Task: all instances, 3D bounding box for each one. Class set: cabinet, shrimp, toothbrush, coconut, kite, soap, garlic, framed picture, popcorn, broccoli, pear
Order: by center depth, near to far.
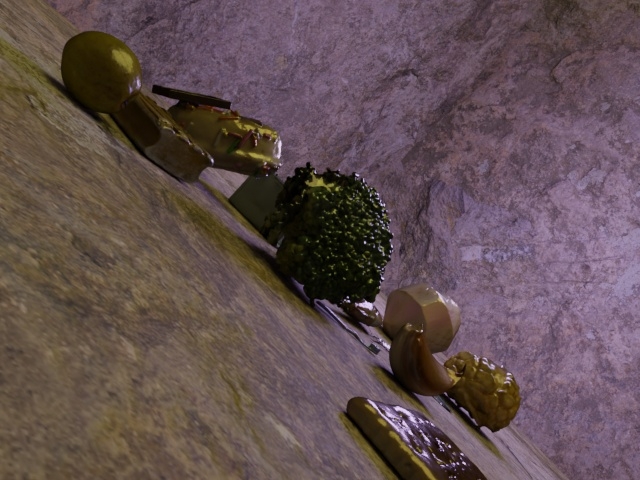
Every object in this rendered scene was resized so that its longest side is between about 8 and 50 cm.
[{"bbox_3d":[-0.430,-0.329,1.232,0.162,0.149,0.149,49,4,8],"label":"pear"},{"bbox_3d":[0.222,0.289,1.407,0.115,0.128,0.206,-17,-51,41],"label":"garlic"},{"bbox_3d":[-0.376,-0.253,1.416,0.274,0.089,0.173,45,6,39],"label":"soap"},{"bbox_3d":[0.019,-0.008,1.423,0.324,0.271,0.335,29,45,-72],"label":"broccoli"},{"bbox_3d":[0.063,0.199,1.426,0.193,0.019,0.013,40,4,-10],"label":"toothbrush"},{"bbox_3d":[-0.332,-0.369,1.603,0.168,0.023,0.128,3,15,-35],"label":"framed picture"},{"bbox_3d":[0.084,0.166,1.661,0.145,0.059,0.254,34,1,40],"label":"shrimp"},{"bbox_3d":[0.240,0.346,1.668,0.310,0.015,0.169,42,4,-16],"label":"kite"},{"bbox_3d":[-0.122,-0.086,1.773,0.206,0.150,0.145,45,3,23],"label":"cabinet"},{"bbox_3d":[0.463,0.432,1.817,0.250,0.190,0.250,32,12,-7],"label":"popcorn"},{"bbox_3d":[0.320,0.261,2.051,0.259,0.259,0.259,42,3,-3],"label":"coconut"}]

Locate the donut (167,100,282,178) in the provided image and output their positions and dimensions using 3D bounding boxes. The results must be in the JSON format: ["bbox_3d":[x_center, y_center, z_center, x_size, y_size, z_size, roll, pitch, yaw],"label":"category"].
[{"bbox_3d":[-0.277,-0.278,1.661,0.307,0.150,0.371,8,13,-23],"label":"donut"}]

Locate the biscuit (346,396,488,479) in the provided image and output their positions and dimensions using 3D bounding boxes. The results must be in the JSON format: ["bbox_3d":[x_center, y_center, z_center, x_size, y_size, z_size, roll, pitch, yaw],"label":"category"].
[{"bbox_3d":[0.164,0.315,0.899,0.217,0.044,0.325,46,4,31],"label":"biscuit"}]

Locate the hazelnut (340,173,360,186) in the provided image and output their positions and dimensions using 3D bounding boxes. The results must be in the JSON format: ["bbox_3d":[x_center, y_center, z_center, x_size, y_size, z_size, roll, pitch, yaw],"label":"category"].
[{"bbox_3d":[0.082,-0.057,2.346,0.366,0.366,0.366,42,3,-3],"label":"hazelnut"}]
